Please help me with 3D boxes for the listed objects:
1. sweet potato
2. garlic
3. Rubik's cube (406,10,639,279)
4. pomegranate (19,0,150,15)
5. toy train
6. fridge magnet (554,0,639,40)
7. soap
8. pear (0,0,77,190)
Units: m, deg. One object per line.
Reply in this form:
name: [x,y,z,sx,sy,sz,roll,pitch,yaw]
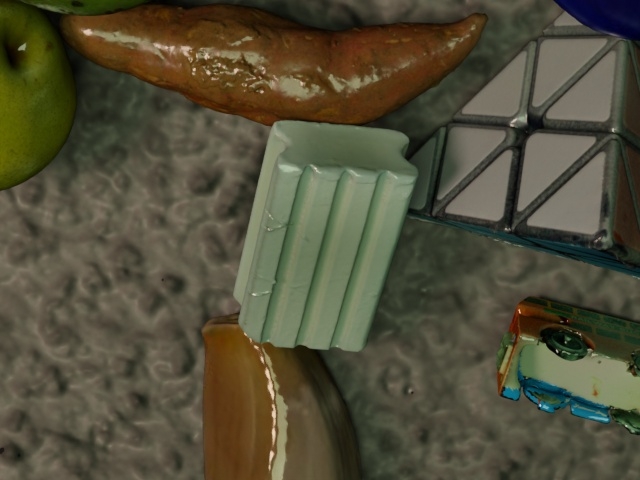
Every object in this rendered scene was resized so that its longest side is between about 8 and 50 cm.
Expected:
sweet potato: [-0.042,-0.143,1.194,0.355,0.095,0.106,3,111,4]
garlic: [-0.038,0.210,1.315,0.143,0.112,0.318,-4,97,8]
Rubik's cube: [0.212,-0.053,1.180,0.228,0.233,0.228,-24,152,-26]
pomegranate: [-0.177,-0.306,1.052,0.236,0.236,0.302,12,146,0]
toy train: [0.245,0.113,1.256,0.188,0.099,0.072,14,111,-2]
fridge magnet: [0.252,-0.284,1.086,0.265,0.113,0.265,-4,101,-21]
soap: [0.000,0.000,1.210,0.119,0.066,0.198,5,129,-13]
pear: [-0.303,-0.122,1.201,0.180,0.166,0.216,51,144,-15]
